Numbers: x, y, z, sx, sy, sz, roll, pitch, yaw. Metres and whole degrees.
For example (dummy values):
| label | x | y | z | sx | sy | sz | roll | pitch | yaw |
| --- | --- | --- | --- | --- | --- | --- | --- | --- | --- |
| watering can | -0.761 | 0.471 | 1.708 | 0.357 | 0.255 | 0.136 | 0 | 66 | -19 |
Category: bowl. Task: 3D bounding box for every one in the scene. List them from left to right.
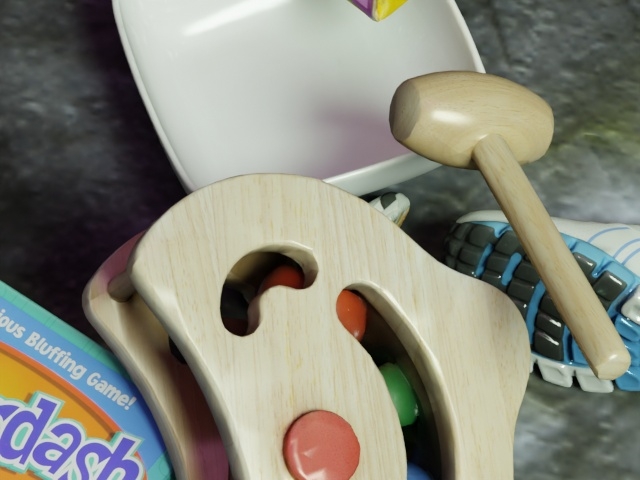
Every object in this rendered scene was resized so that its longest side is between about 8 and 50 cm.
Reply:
| label | x | y | z | sx | sy | sz | roll | pitch | yaw |
| --- | --- | --- | --- | --- | --- | --- | --- | --- | --- |
| bowl | -0.009 | -0.072 | 0.775 | 0.142 | 0.053 | 0.142 | -18 | 62 | -10 |

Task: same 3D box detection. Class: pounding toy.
| label | x | y | z | sx | sy | sz | roll | pitch | yaw |
| --- | --- | --- | --- | --- | --- | --- | --- | --- | --- |
| pounding toy | 0.003 | 0.054 | 0.624 | 0.154 | 0.155 | 0.269 | 13 | 73 | -19 |

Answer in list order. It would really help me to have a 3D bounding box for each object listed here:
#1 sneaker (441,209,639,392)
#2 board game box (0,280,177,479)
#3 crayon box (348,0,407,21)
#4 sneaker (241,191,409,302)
| label | x | y | z | sx | sy | sz | roll | pitch | yaw |
| --- | --- | --- | --- | --- | --- | --- | --- | --- | --- |
| sneaker | 0.145 | 0.021 | 0.738 | 0.190 | 0.071 | 0.083 | 18 | 44 | 8 |
| board game box | -0.164 | 0.114 | 0.685 | 0.160 | 0.047 | 0.210 | 31 | 66 | 13 |
| crayon box | 0.002 | -0.312 | 0.837 | 0.363 | 0.106 | 0.313 | 39 | 63 | 23 |
| sneaker | 0.000 | 0.000 | 0.754 | 0.083 | 0.032 | 0.037 | -38 | 71 | -18 |
